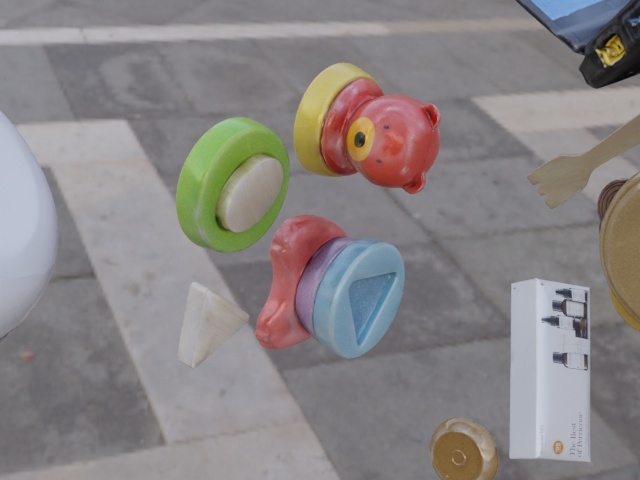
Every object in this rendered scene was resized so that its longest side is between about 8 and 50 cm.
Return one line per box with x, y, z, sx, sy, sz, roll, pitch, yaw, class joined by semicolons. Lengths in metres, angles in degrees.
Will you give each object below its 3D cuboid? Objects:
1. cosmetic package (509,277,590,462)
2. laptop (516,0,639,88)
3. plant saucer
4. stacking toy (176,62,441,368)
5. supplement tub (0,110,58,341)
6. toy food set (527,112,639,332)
0.312;0.177;1.459;0.099;0.239;0.060;9;-14;-26;cosmetic package
0.230;-0.237;0.386;0.382;0.236;0.408;-23;-8;-12;laptop
0.152;0.234;1.168;0.083;0.083;0.015;25;18;28;plant saucer
0.000;0.000;1.072;0.130;0.309;0.279;23;30;34;stacking toy
-0.337;0.046;0.639;0.235;0.325;0.235;38;25;-21;supplement tub
0.230;0.007;0.660;0.192;0.132;0.038;56;36;0;toy food set
